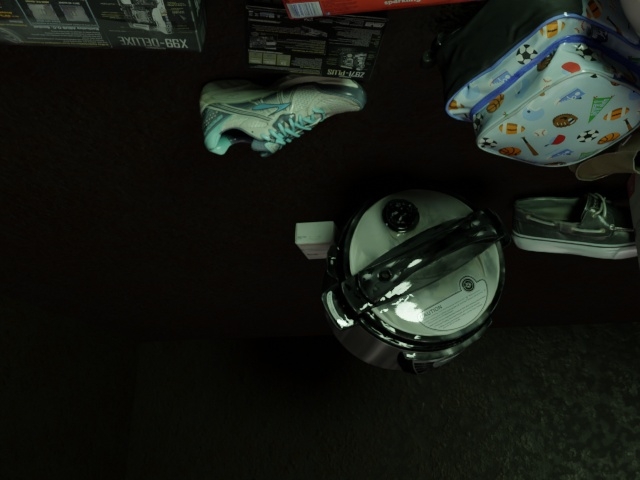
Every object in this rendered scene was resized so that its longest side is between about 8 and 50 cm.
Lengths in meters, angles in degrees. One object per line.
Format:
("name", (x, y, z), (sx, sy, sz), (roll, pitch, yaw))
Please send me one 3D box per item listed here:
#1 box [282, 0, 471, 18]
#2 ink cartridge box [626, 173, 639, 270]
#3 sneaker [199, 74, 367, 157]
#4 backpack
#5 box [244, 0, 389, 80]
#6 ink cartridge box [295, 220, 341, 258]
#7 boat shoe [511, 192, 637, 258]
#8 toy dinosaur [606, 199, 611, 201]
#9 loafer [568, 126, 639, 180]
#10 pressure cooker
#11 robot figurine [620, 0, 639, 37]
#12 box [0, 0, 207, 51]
("box", (0.077, -0.330, 0.764), (0.256, 0.123, 0.128), (-2, 161, 12))
("ink cartridge box", (0.665, -0.045, 1.397), (0.092, 0.218, 0.158), (-1, 161, 8))
("sneaker", (-0.061, -0.193, 1.177), (0.283, 0.122, 0.110), (-4, 161, 18))
("backpack", (0.319, -0.223, 0.954), (0.263, 0.213, 0.276), (3, 161, -31))
("box", (-0.009, -0.288, 0.964), (0.180, 0.078, 0.147), (3, 161, -4))
("ink cartridge box", (0.000, 0.000, 1.838), (0.099, 0.056, 0.135), (-3, 161, 12))
("boat shoe", (0.572, -0.039, 1.545), (0.335, 0.121, 0.119), (-2, 128, 21))
("toy dinosaur", (0.564, -0.051, 1.662), (0.211, 0.064, 0.112), (-15, 126, 28))
("loafer", (0.548, -0.155, 1.281), (0.102, 0.092, 0.268), (11, 159, -25))
("pressure cooker", (0.192, 0.081, 1.586), (0.375, 0.370, 0.420), (19, 159, 0))
("robot figurine", (0.441, -0.253, 0.761), (0.353, 0.300, 0.200), (26, 109, -44))
("box", (-0.304, -0.329, 0.875), (0.307, 0.077, 0.242), (2, 161, 0))
